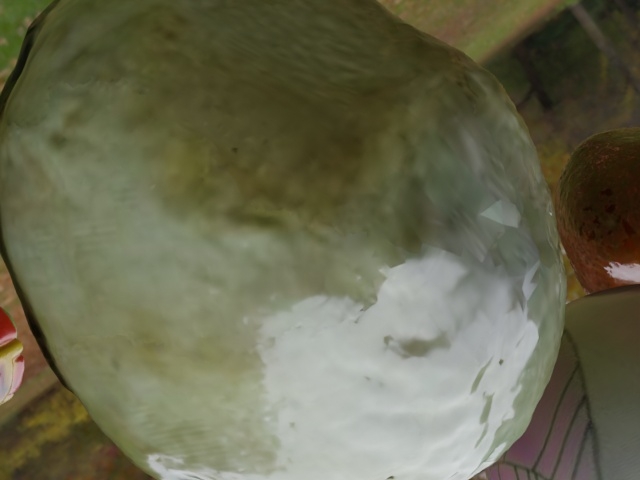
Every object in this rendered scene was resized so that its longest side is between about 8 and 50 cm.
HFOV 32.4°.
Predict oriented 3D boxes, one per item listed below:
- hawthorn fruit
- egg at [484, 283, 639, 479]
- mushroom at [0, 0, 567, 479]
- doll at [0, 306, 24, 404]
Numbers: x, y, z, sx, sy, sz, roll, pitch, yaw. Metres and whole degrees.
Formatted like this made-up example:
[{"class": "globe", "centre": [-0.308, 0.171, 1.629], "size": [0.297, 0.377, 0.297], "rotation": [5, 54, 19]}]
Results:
[{"class": "hawthorn fruit", "centre": [0.249, -0.028, 0.852], "size": [0.163, 0.162, 0.203], "rotation": [-36, -147, 6]}, {"class": "egg", "centre": [0.185, 0.116, 0.616], "size": [0.196, 0.196, 0.271], "rotation": [-37, -160, -13]}, {"class": "mushroom", "centre": [-0.006, -0.001, 0.453], "size": [0.164, 0.267, 0.190], "rotation": [-8, -172, 44]}, {"class": "doll", "centre": [-0.438, 0.162, 1.041], "size": [0.363, 0.160, 0.182], "rotation": [-21, 144, -51]}]
